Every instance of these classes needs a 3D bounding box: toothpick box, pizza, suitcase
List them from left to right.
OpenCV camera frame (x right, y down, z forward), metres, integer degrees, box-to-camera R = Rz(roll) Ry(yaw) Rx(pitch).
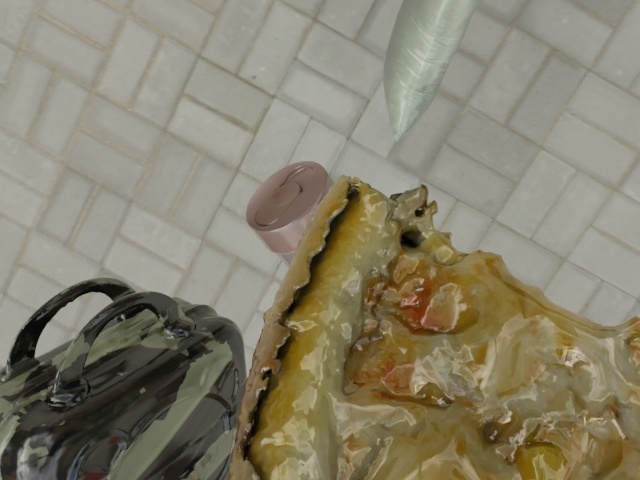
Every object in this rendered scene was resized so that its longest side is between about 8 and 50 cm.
[{"bbox_3d":[-0.239,0.208,0.779,0.194,0.351,0.339,10,113,30],"label":"suitcase"},{"bbox_3d":[0.000,0.000,0.729,0.098,0.098,0.149,-30,128,11],"label":"toothpick box"},{"bbox_3d":[0.085,0.165,0.407,0.435,0.080,0.392,28,62,27],"label":"pizza"}]

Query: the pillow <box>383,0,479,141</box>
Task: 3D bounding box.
[{"bbox_3d":[0.131,-0.249,0.809,0.078,0.144,0.254,12,137,-8],"label":"pillow"}]
